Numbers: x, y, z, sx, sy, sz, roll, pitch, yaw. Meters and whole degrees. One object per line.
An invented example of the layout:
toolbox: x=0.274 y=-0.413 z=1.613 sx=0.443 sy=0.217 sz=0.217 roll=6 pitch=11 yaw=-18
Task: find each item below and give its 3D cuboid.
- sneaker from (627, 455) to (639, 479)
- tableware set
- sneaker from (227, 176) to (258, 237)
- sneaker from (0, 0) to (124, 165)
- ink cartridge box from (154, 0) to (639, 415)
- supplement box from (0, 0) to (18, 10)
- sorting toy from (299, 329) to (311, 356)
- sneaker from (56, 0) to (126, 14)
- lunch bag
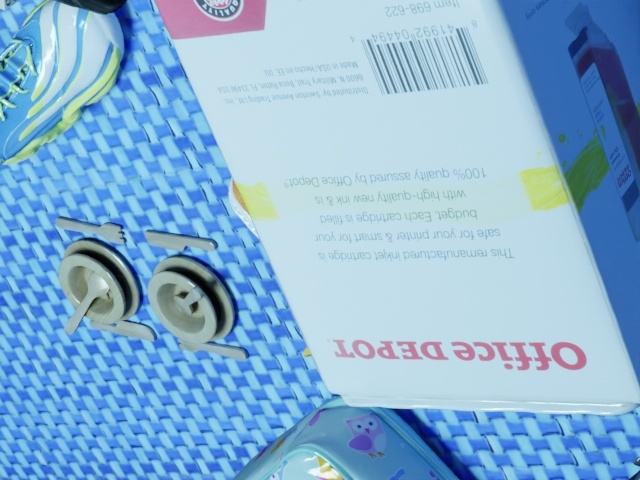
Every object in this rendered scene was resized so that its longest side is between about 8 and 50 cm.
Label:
sneaker: x=0.286 y=0.187 z=1.385 sx=0.126 sy=0.127 sz=0.321 roll=35 pitch=114 yaw=3
tableware set: x=-0.162 y=0.051 z=1.696 sx=0.194 sy=0.039 sz=0.128 roll=9 pitch=127 yaw=35
sneaker: x=0.000 y=0.000 z=1.505 sx=0.175 sy=0.064 sz=0.067 roll=45 pitch=129 yaw=-3
sneaker: x=-0.251 y=-0.112 z=1.572 sx=0.091 sy=0.126 sz=0.240 roll=45 pitch=139 yaw=1
ink cartridge box: x=0.079 y=-0.085 z=1.294 sx=0.279 sy=0.160 sz=0.385 roll=-1 pitch=121 yaw=41
supplement box: x=-0.290 y=-0.236 z=1.573 sx=0.098 sy=0.036 sz=0.062 roll=21 pitch=134 yaw=25
sorting toy: x=0.002 y=0.051 z=1.568 sx=0.083 sy=0.045 sz=0.075 roll=-28 pitch=83 yaw=48
sneaker: x=-0.165 y=-0.266 z=1.391 sx=0.135 sy=0.097 sz=0.276 roll=34 pitch=146 yaw=10
lunch bag: x=0.023 y=0.271 z=1.668 sx=0.224 sy=0.108 sz=0.279 roll=43 pitch=140 yaw=-1
